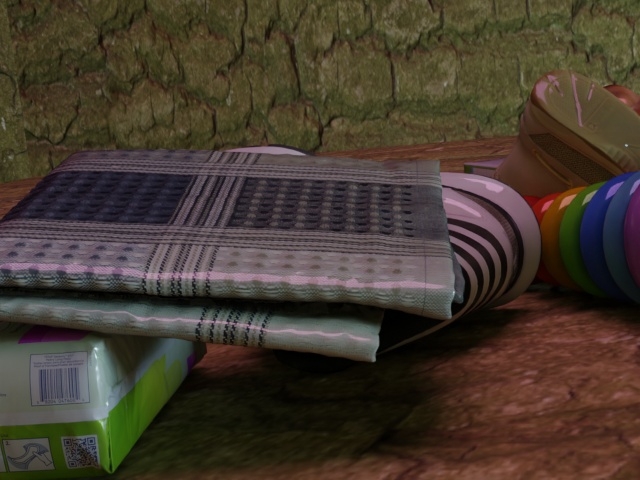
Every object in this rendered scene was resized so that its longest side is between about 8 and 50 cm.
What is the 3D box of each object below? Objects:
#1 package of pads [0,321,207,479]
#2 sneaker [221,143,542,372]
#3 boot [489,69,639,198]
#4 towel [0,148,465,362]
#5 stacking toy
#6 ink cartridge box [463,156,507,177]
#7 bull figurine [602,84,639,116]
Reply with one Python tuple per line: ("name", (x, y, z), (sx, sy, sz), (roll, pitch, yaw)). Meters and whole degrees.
("package of pads", (-0.227, 0.089, 0.903), (0.229, 0.101, 0.296), (-5, 8, 7))
("sneaker", (-0.053, 0.007, 1.092), (0.448, 0.169, 0.257), (0, 9, 26))
("boot", (0.292, -0.028, 1.250), (0.095, 0.262, 0.203), (-43, -14, -31))
("towel", (-0.062, -0.002, 0.880), (0.324, 0.056, 0.312), (2, 18, 3))
("stacking toy", (0.256, -0.006, 1.110), (0.141, 0.141, 0.330), (-10, 6, -26))
("ink cartridge box", (0.270, -0.067, 1.606), (0.189, 0.097, 0.255), (-9, 10, -19))
("bull figurine", (0.379, -0.081, 1.385), (0.188, 0.101, 0.310), (-18, 37, -25))
